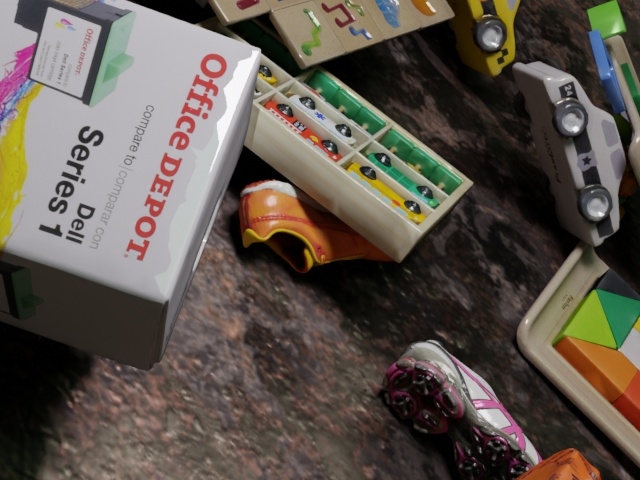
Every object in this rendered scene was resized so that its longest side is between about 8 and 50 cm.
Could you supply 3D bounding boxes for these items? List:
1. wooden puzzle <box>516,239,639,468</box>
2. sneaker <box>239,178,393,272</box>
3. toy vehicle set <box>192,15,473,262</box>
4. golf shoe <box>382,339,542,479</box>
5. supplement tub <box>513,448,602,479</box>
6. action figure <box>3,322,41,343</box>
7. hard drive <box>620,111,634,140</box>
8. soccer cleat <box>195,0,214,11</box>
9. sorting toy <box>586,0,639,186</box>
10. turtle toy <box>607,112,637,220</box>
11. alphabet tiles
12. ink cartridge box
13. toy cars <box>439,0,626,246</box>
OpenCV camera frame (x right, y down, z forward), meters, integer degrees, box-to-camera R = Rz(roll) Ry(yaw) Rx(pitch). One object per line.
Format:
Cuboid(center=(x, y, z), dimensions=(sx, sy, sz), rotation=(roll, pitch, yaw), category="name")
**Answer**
Cuboid(center=(0.306, 0.121, 1.707), dimensions=(0.238, 0.044, 0.221), rotation=(48, 34, -1), category="wooden puzzle")
Cuboid(center=(0.000, 0.000, 1.491), dimensions=(0.175, 0.064, 0.067), rotation=(13, 70, -35), category="sneaker")
Cuboid(center=(-0.004, -0.096, 1.514), dimensions=(0.267, 0.035, 0.166), rotation=(37, 25, 5), category="toy vehicle set")
Cuboid(center=(0.137, 0.156, 1.470), dimensions=(0.186, 0.067, 0.086), rotation=(49, 33, 1), category="golf shoe")
Cuboid(center=(0.231, 0.331, 1.285), dimensions=(0.338, 0.207, 0.207), rotation=(50, 35, 1), category="supplement tub")
Cuboid(center=(-0.156, -0.058, 1.283), dimensions=(0.164, 0.141, 0.275), rotation=(10, 47, -3), category="action figure")
Cuboid(center=(0.446, -0.058, 2.021), dimensions=(0.172, 0.054, 0.254), rotation=(9, 51, -42), category="hard drive")
Cuboid(center=(-0.057, -0.325, 1.684), dimensions=(0.116, 0.108, 0.318), rotation=(48, 38, -5), category="soccer cleat")
Cuboid(center=(0.347, -0.095, 1.816), dimensions=(0.196, 0.047, 0.347), rotation=(-91, 158, -49), category="sorting toy")
Cuboid(center=(0.300, -0.085, 1.877), dimensions=(0.095, 0.066, 0.130), rotation=(37, 37, -17), category="turtle toy")
Cuboid(center=(-0.018, -0.299, 1.617), dimensions=(0.342, 0.011, 0.285), rotation=(-24, 80, -47), category="alphabet tiles")
Cuboid(center=(-0.199, -0.064, 1.137), dimensions=(0.278, 0.117, 0.201), rotation=(19, 63, -2), category="ink cartridge box")
Cuboid(center=(0.213, -0.183, 1.777), dimensions=(0.087, 0.176, 0.393), rotation=(-25, 72, -11), category="toy cars")
